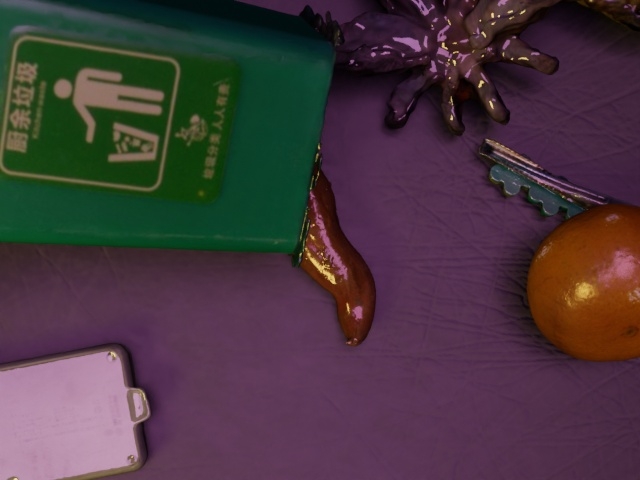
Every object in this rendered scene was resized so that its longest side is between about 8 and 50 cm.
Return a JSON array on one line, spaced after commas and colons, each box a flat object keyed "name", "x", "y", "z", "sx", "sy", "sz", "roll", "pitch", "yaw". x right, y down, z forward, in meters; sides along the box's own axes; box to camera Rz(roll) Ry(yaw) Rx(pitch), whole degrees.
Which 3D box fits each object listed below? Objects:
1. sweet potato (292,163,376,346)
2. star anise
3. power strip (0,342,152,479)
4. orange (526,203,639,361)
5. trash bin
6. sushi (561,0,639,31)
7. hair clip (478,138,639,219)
[{"name": "sweet potato", "x": 0.001, "y": 0.000, "z": 1.157, "sx": 0.058, "sy": 0.055, "sz": 0.202, "roll": -23, "pitch": 89, "yaw": 30}, {"name": "star anise", "x": 0.105, "y": -0.195, "z": 1.147, "sx": 0.258, "sy": 0.110, "sz": 0.198, "roll": 13, "pitch": 96, "yaw": 10}, {"name": "power strip", "x": -0.285, "y": 0.170, "z": 1.128, "sx": 0.271, "sy": 0.046, "sz": 0.117, "roll": -11, "pitch": 88, "yaw": -5}, {"name": "orange", "x": 0.259, "y": 0.035, "z": 1.120, "sx": 0.156, "sy": 0.156, "sz": 0.124, "roll": -6, "pitch": 47, "yaw": -4}, {"name": "trash bin", "x": -0.197, "y": -0.117, "z": 1.046, "sx": 0.381, "sy": 0.295, "sz": 0.259, "roll": 8, "pitch": 107, "yaw": -14}, {"name": "sushi", "x": 0.300, "y": -0.250, "z": 1.176, "sx": 0.226, "sy": 0.103, "sz": 0.097, "roll": 17, "pitch": 114, "yaw": -3}, {"name": "hair clip", "x": 0.223, "y": -0.042, "z": 1.177, "sx": 0.173, "sy": 0.049, "sz": 0.049, "roll": 26, "pitch": 84, "yaw": 5}]
